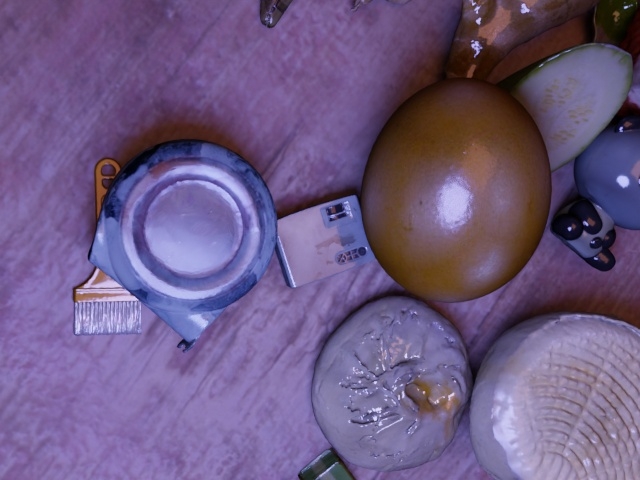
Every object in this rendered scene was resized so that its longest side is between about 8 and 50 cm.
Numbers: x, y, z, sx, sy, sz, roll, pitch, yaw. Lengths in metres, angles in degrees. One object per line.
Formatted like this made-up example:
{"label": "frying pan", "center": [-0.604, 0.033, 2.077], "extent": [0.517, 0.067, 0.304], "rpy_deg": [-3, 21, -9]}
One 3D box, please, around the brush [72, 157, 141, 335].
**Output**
{"label": "brush", "center": [-0.325, 0.010, 1.189], "extent": [0.103, 0.013, 0.272], "rpy_deg": [0, 90, -15]}

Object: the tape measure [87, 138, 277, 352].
{"label": "tape measure", "center": [-0.201, -0.014, 1.150], "extent": [0.256, 0.147, 0.275], "rpy_deg": [43, 81, -16]}

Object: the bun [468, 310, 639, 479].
{"label": "bun", "center": [0.406, 0.291, 1.286], "extent": [0.364, 0.202, 0.364], "rpy_deg": [1, 85, -14]}

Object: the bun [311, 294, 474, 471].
{"label": "bun", "center": [0.125, 0.237, 1.241], "extent": [0.287, 0.146, 0.287], "rpy_deg": [-1, 93, -13]}

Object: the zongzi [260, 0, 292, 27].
{"label": "zongzi", "center": [-0.090, -0.389, 1.234], "extent": [0.083, 0.040, 0.076], "rpy_deg": [35, 89, -1]}

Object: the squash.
{"label": "squash", "center": [0.362, -0.193, 1.237], "extent": [0.189, 0.260, 0.189], "rpy_deg": [1, 88, -18]}

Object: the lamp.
{"label": "lamp", "center": [0.503, -0.083, 1.321], "extent": [0.197, 0.198, 0.244], "rpy_deg": [37, 93, -12]}

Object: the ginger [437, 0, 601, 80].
{"label": "ginger", "center": [0.350, -0.411, 1.253], "extent": [0.375, 0.236, 0.166], "rpy_deg": [-43, 64, -14]}

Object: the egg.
{"label": "egg", "center": [0.202, -0.071, 1.173], "extent": [0.282, 0.282, 0.351], "rpy_deg": [-12, 125, -14]}

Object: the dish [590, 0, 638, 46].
{"label": "dish", "center": [0.510, -0.381, 1.387], "extent": [0.091, 0.039, 0.137], "rpy_deg": [15, 90, -20]}

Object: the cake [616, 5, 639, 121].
{"label": "cake", "center": [0.685, -0.283, 1.276], "extent": [0.269, 0.319, 0.270], "rpy_deg": [33, 82, -23]}

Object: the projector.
{"label": "projector", "center": [0.000, 0.000, 1.248], "extent": [0.147, 0.061, 0.115], "rpy_deg": [-19, 97, -14]}

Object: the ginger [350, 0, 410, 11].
{"label": "ginger", "center": [0.109, -0.479, 1.271], "extent": [0.133, 0.059, 0.214], "rpy_deg": [0, 92, -19]}

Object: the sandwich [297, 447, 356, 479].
{"label": "sandwich", "center": [0.028, 0.408, 1.253], "extent": [0.074, 0.074, 0.116], "rpy_deg": [-37, 99, -10]}
